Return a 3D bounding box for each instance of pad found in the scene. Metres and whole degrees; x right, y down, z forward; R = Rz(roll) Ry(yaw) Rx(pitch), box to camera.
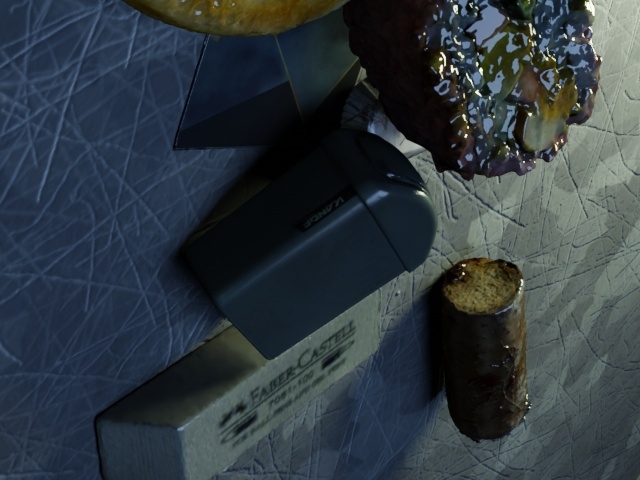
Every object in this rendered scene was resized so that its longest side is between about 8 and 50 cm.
[{"bbox_3d":[-0.034,-0.163,1.229,0.243,0.004,0.163,-8,124,-51],"label":"pad"}]

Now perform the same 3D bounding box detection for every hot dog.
[{"bbox_3d":[0.089,-0.135,1.373,0.191,0.059,0.108,-16,122,-45],"label":"hot dog"}]

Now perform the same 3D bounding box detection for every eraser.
[{"bbox_3d":[-0.077,0.154,1.381,0.352,0.077,0.111,-33,142,-33],"label":"eraser"}]

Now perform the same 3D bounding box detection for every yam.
[{"bbox_3d":[0.223,0.146,1.746,0.131,0.131,0.279,-40,142,-26],"label":"yam"}]

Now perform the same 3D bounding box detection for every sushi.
[{"bbox_3d":[0.154,-0.197,1.244,0.236,0.171,0.270,-40,130,-17],"label":"sushi"}]

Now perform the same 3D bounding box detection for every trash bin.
[{"bbox_3d":[0.000,0.000,1.282,0.236,0.101,0.176,-35,148,0],"label":"trash bin"}]

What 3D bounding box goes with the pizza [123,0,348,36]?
[{"bbox_3d":[-0.038,-0.288,1.007,0.409,0.114,0.277,-23,136,-44],"label":"pizza"}]
